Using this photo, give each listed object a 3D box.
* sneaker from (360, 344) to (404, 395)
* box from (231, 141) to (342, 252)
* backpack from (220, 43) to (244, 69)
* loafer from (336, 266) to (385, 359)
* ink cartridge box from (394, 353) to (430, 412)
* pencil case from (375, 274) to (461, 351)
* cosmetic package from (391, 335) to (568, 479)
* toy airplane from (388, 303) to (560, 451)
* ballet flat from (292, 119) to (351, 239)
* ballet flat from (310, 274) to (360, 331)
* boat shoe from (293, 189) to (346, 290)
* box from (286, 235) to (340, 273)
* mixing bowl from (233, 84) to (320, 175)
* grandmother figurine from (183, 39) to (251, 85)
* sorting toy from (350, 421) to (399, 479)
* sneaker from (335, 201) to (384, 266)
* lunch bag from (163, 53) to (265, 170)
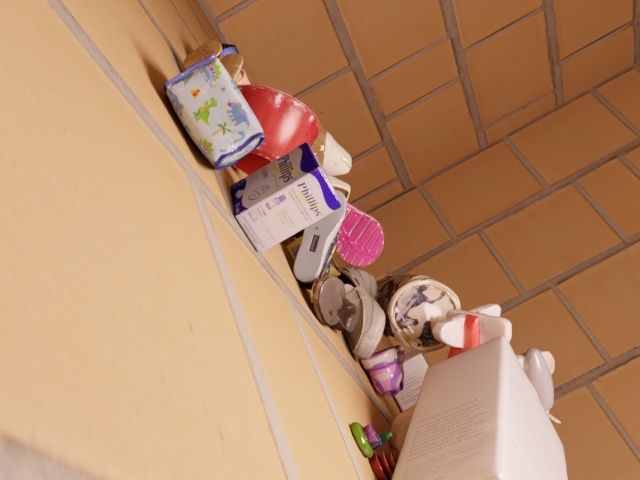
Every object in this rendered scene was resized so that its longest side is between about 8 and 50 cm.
[{"bbox_3d":[0.153,0.301,1.546,0.236,0.095,0.105,22,46,-77],"label":"sneaker"},{"bbox_3d":[-0.053,-0.065,0.977,0.072,0.137,0.126,59,4,-26],"label":"box"},{"bbox_3d":[-0.206,-0.360,1.414,0.120,0.097,0.101,-107,171,-77],"label":"backpack"},{"bbox_3d":[0.073,0.154,1.511,0.111,0.112,0.319,23,19,-11],"label":"loafer"},{"bbox_3d":[0.307,0.484,1.908,0.308,0.129,0.223,62,4,15],"label":"ink cartridge box"},{"bbox_3d":[0.197,0.171,1.633,0.160,0.183,0.410,42,-7,-5],"label":"pencil case"},{"bbox_3d":[0.246,0.338,0.985,0.230,0.161,0.453,62,20,-3],"label":"cosmetic package"},{"bbox_3d":[0.330,0.324,1.360,0.272,0.386,0.384,35,-11,43],"label":"toy airplane"},{"bbox_3d":[0.001,-0.126,1.389,0.116,0.124,0.343,-80,174,-48],"label":"ballet flat"},{"bbox_3d":[0.019,0.119,1.257,0.058,0.084,0.250,20,-11,21],"label":"ballet flat"},{"bbox_3d":[0.000,0.000,1.241,0.065,0.183,0.083,18,-15,14],"label":"boat shoe"},{"bbox_3d":[-0.011,0.042,1.396,0.087,0.058,0.232,61,4,7],"label":"box"},{"bbox_3d":[-0.099,-0.168,1.136,0.181,0.181,0.098,55,46,-60],"label":"mixing bowl"},{"bbox_3d":[-0.144,-0.224,1.290,0.208,0.104,0.342,46,-8,33],"label":"grandmother figurine"},{"bbox_3d":[0.082,0.287,0.937,0.102,0.042,0.061,61,4,-9],"label":"sorting toy"},{"bbox_3d":[0.025,-0.047,1.330,0.252,0.103,0.111,42,2,-27],"label":"sneaker"},{"bbox_3d":[-0.143,-0.167,0.925,0.129,0.096,0.151,59,-11,-5],"label":"lunch bag"}]
